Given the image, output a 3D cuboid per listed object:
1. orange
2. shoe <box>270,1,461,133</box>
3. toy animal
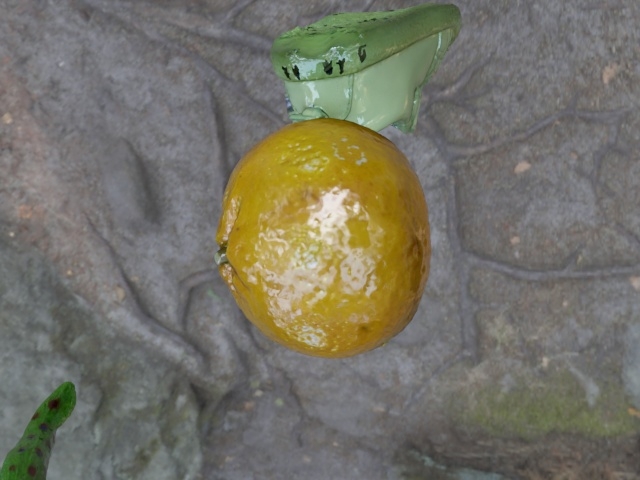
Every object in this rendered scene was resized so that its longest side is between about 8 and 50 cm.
[{"bbox_3d":[0.003,-0.001,0.595,0.155,0.177,0.177,6,131,-2],"label":"orange"},{"bbox_3d":[0.037,-0.166,0.767,0.140,0.262,0.128,16,114,22],"label":"shoe"},{"bbox_3d":[-0.204,0.166,0.511,0.075,0.217,0.041,-42,107,9],"label":"toy animal"}]
